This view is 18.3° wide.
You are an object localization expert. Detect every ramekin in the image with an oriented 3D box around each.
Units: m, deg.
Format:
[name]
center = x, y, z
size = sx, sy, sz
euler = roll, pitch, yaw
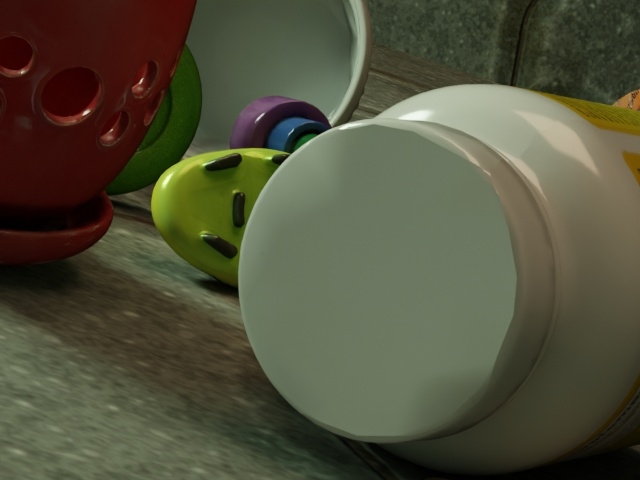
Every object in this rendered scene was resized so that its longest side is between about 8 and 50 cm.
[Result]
[ramekin]
center = -0.056, -0.150, 1.576
size = 0.207, 0.207, 0.109
euler = 21, 1, 10

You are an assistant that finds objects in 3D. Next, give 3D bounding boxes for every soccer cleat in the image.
[soccer cleat]
center = 0.000, 0.001, 1.265
size = 0.289, 0.093, 0.121
euler = 5, -13, -41

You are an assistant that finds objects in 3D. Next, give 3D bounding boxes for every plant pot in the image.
[plant pot]
center = -0.172, -0.088, 1.047
size = 0.191, 0.174, 0.191
euler = 14, 17, -4

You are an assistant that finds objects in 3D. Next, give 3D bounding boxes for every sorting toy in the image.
[sorting toy]
center = -0.134, -0.089, 1.247
size = 0.365, 0.127, 0.126
euler = 14, 3, -28

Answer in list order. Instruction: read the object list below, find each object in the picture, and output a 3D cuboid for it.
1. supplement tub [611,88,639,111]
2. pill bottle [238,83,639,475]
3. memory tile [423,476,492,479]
[supplement tub]
center = 0.401, -0.034, 1.827
size = 0.316, 0.193, 0.193
euler = 13, 12, -35
[pill bottle]
center = 0.104, 0.019, 0.999
size = 0.188, 0.188, 0.334
euler = 25, 11, 28
[memory tile]
center = 0.122, 0.138, 0.903
size = 0.148, 0.012, 0.113
euler = 9, 14, -43
